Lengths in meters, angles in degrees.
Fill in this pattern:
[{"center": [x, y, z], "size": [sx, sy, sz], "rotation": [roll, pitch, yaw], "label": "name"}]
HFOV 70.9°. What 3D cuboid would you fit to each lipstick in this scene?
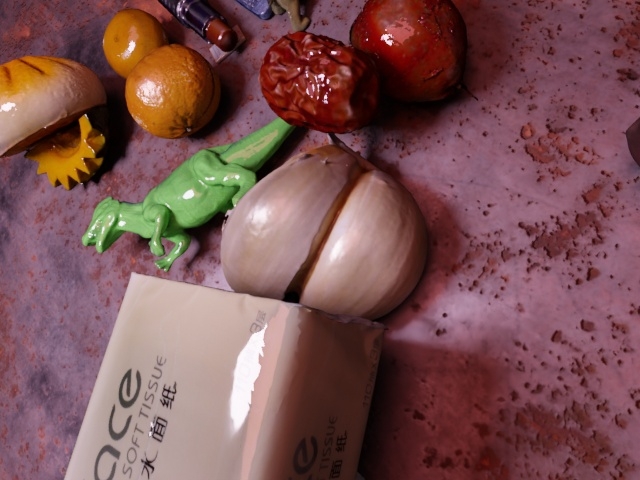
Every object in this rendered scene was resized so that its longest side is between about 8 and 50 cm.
[{"center": [-0.276, -0.505, 0.999], "size": [0.081, 0.081, 0.299], "rotation": [-49, 61, 8], "label": "lipstick"}]

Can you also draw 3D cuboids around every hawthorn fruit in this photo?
[{"center": [0.161, -0.301, 0.709], "size": [0.235, 0.181, 0.181], "rotation": [44, 98, 15], "label": "hawthorn fruit"}]

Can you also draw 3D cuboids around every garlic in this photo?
[{"center": [0.000, 0.000, 0.710], "size": [0.313, 0.286, 0.249], "rotation": [-52, 19, 0], "label": "garlic"}]

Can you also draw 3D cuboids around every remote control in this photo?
[{"center": [-0.155, -0.525, 0.981], "size": [0.043, 0.027, 0.152], "rotation": [-50, 62, 14], "label": "remote control"}]

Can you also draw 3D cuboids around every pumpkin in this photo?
[{"center": [-0.555, -0.218, 1.073], "size": [0.254, 0.149, 0.130], "rotation": [-19, 111, 28], "label": "pumpkin"}]

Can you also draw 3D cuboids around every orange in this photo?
[{"center": [-0.293, -0.294, 0.910], "size": [0.193, 0.193, 0.161], "rotation": [-38, 91, 13], "label": "orange"}, {"center": [-0.418, -0.446, 1.032], "size": [0.156, 0.124, 0.156], "rotation": [3, 97, 28], "label": "orange"}]

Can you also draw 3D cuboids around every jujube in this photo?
[{"center": [0.001, -0.246, 0.710], "size": [0.230, 0.155, 0.155], "rotation": [33, 94, 48], "label": "jujube"}]

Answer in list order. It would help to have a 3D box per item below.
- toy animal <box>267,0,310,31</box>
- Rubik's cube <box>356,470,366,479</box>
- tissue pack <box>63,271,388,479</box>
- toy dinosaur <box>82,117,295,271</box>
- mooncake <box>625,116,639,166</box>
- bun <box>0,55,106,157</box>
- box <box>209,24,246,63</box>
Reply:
[{"center": [-0.046, -0.542, 0.891], "size": [0.103, 0.101, 0.218], "rotation": [28, 91, 29], "label": "toy animal"}, {"center": [0.028, 0.429, 0.609], "size": [0.155, 0.154, 0.151], "rotation": [38, 96, 27], "label": "Rubik's cube"}, {"center": [-0.133, 0.260, 0.544], "size": [0.332, 0.205, 0.404], "rotation": [4, 75, 39], "label": "tissue pack"}, {"center": [-0.224, -0.161, 0.900], "size": [0.375, 0.144, 0.499], "rotation": [15, 71, 27], "label": "toy dinosaur"}, {"center": [0.533, -0.150, 0.495], "size": [0.334, 0.174, 0.325], "rotation": [-3, 74, 28], "label": "mooncake"}, {"center": [-0.646, -0.320, 1.015], "size": [0.299, 0.299, 0.164], "rotation": [-19, 111, 20], "label": "bun"}, {"center": [-0.205, -0.432, 0.990], "size": [0.083, 0.012, 0.046], "rotation": [-35, 65, 16], "label": "box"}]
